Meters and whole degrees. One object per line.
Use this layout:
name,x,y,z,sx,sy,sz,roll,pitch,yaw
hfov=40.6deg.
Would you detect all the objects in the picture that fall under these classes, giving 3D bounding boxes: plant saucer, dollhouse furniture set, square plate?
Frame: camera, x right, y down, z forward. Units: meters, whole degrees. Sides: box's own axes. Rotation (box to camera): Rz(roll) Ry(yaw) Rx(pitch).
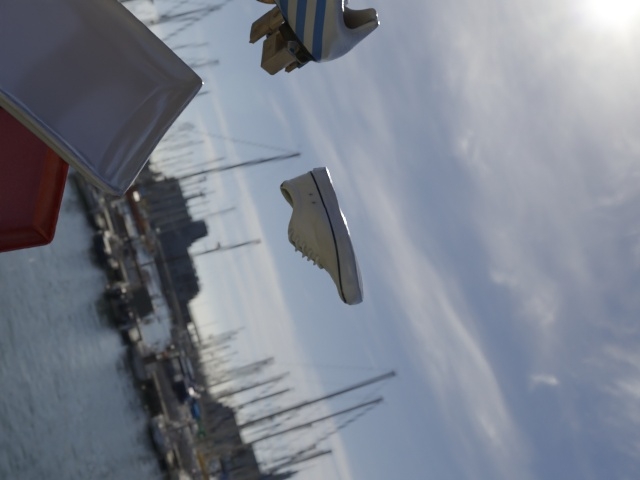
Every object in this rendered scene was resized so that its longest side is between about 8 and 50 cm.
plant saucer,-0.506,-0.099,1.325,0.048,0.259,0.258,31,-65,28
dollhouse furniture set,-0.075,-0.418,1.933,0.129,0.129,0.183,35,43,-35
square plate,-0.354,-0.252,1.196,0.347,0.049,0.344,42,35,-16

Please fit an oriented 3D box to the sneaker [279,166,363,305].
sneaker,0.000,0.000,1.326,0.094,0.091,0.258,70,1,-50

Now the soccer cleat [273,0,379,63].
soccer cleat,-0.036,-0.389,1.188,0.331,0.143,0.116,47,29,-41

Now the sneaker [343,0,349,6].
sneaker,0.014,-0.380,1.419,0.053,0.061,0.152,52,-48,15

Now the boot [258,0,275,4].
boot,-0.023,-0.554,1.466,0.104,0.295,0.211,29,-32,18
